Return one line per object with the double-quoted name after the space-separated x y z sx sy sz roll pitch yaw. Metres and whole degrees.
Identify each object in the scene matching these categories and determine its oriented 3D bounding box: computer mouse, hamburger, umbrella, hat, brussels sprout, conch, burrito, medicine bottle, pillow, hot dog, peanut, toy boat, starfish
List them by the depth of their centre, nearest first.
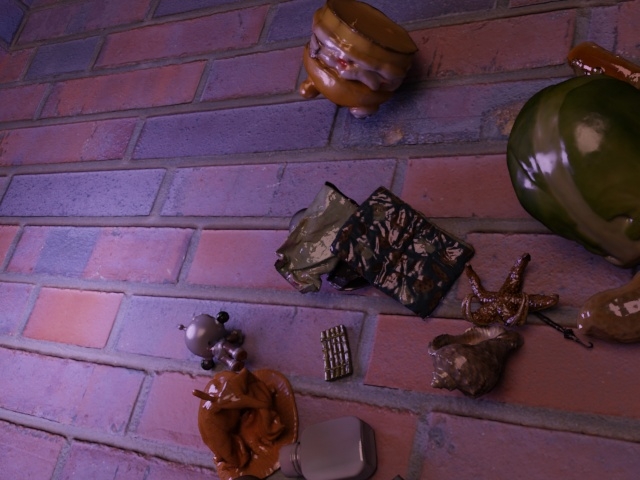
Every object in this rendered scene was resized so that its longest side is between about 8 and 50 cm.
0.556 0.107 1.279 0.237 0.110 0.120 -24 75 26 "peanut"
0.503 -0.133 1.342 0.276 0.315 0.371 -43 52 33 "brussels sprout"
0.277 0.208 1.372 0.207 0.130 0.155 -32 52 -19 "conch"
0.436 0.159 1.374 0.022 0.022 0.149 -22 38 -36 "umbrella"
0.362 0.097 1.415 0.190 0.074 0.146 -1 51 30 "starfish"
0.013 0.415 1.450 0.183 0.069 0.119 -17 57 21 "medicine bottle"
0.602 -0.317 1.489 0.072 0.109 0.269 -48 53 2 "hot dog"
-0.195 0.349 1.508 0.244 0.233 0.233 -45 49 -1 "hat"
0.166 0.021 1.538 0.256 0.034 0.189 36 79 10 "pillow"
0.032 0.238 1.574 0.063 0.016 0.115 -22 55 20 "toy boat"
0.000 0.000 1.608 0.144 0.089 0.229 39 88 10 "burrito"
0.102 0.046 1.614 0.192 0.062 0.105 -30 53 21 "computer mouse"
0.076 -0.427 1.783 0.236 0.277 0.276 -57 44 30 "hamburger"

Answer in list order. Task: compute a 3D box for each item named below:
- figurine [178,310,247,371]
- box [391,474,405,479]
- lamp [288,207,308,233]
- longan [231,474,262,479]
-0.237 0.233 1.696 0.197 0.094 0.147 24 100 30 "figurine"
0.149 0.475 1.343 0.063 0.060 0.085 -41 49 -6 "box"
-0.022 -0.025 1.701 0.105 0.105 0.105 -15 57 24 "lamp"
-0.149 0.525 1.470 0.106 0.106 0.119 1 80 32 "longan"
